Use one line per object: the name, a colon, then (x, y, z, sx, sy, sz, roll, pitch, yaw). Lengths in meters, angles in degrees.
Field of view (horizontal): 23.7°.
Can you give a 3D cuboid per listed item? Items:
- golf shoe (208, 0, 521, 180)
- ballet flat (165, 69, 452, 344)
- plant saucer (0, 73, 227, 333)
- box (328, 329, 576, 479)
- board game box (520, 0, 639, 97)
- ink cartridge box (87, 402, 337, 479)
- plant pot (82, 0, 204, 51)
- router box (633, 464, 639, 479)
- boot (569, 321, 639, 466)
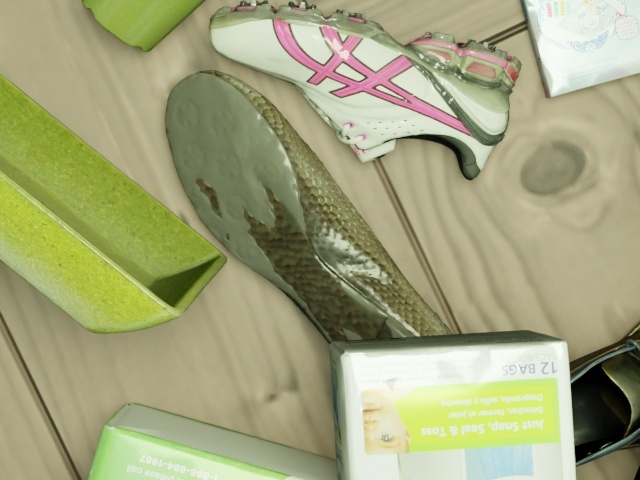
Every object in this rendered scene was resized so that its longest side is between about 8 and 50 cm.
golf shoe: (0.021, -0.090, 0.898, 0.186, 0.067, 0.086, 14, 94, -1)
ballet flat: (0.000, 0.000, 0.912, 0.250, 0.058, 0.084, 50, 126, 3)
plant saucer: (-0.149, -0.018, 0.841, 0.188, 0.188, 0.045, 39, 99, -2)
box: (0.068, 0.151, 0.779, 0.114, 0.103, 0.203, -3, 90, -3)
board game box: (0.169, -0.141, 0.921, 0.090, 0.020, 0.090, -15, 92, 0)
ink cartridge box: (-0.062, 0.255, 0.887, 0.198, 0.115, 0.272, 16, 91, -2)
plant pot: (-0.097, -0.156, 0.895, 0.083, 0.083, 0.079, 40, 104, -2)
router box: (0.273, 0.224, 0.842, 0.243, 0.081, 0.308, 17, 116, 4)
boot: (0.197, 0.088, 0.888, 0.219, 0.106, 0.082, -23, 92, 0)
